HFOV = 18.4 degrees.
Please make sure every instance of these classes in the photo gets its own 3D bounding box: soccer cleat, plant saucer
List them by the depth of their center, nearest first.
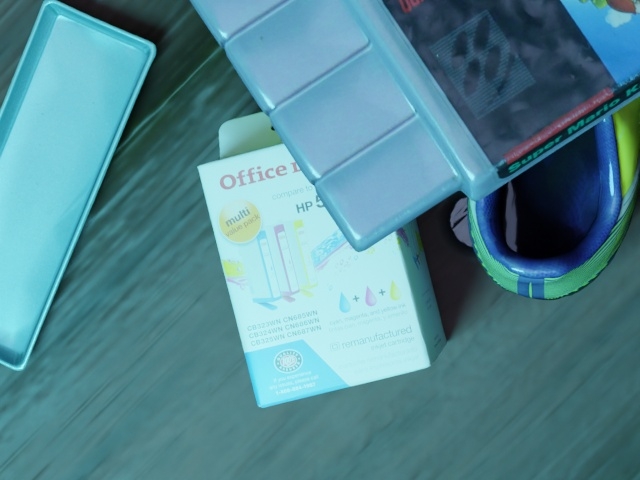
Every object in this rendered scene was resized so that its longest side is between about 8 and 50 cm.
[{"bbox_3d":[0.126,-0.113,0.960,0.093,0.121,0.289,7,95,9],"label":"soccer cleat"},{"bbox_3d":[-0.152,-0.029,1.063,0.067,0.018,0.192,24,97,6],"label":"plant saucer"}]

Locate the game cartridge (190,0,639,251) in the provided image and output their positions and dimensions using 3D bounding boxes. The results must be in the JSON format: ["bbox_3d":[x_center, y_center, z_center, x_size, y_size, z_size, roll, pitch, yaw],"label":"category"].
[{"bbox_3d":[0.107,-0.178,0.884,0.355,0.068,0.230,-33,81,0],"label":"game cartridge"}]

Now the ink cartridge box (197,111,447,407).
[{"bbox_3d":[0.000,0.000,1.004,0.092,0.090,0.143,-14,93,10],"label":"ink cartridge box"}]
